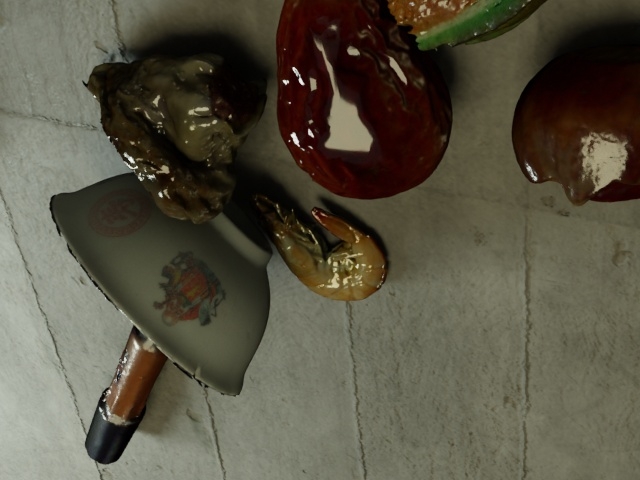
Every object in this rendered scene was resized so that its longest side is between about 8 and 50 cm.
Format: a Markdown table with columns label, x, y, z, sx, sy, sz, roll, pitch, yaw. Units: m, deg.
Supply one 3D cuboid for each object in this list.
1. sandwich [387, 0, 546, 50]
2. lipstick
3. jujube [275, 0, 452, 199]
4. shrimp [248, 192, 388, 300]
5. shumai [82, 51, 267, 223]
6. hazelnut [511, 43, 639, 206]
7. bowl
| label | x | y | z | sx | sy | sz | roll | pitch | yaw |
| --- | --- | --- | --- | --- | --- | --- | --- | --- | --- |
| sandwich | 0.148 | -0.275 | 1.520 | 0.160 | 0.109 | 0.185 | 53 | 139 | -7 |
| lipstick | -0.294 | 0.229 | 2.385 | 0.077 | 0.077 | 0.418 | 25 | 142 | -3 |
| jujube | 0.039 | -0.168 | 1.659 | 0.190 | 0.190 | 0.255 | 1 | 121 | 26 |
| shrimp | -0.001 | 0.003 | 1.972 | 0.133 | 0.053 | 0.236 | -10 | 136 | 38 |
| shumai | -0.148 | -0.148 | 1.816 | 0.185 | 0.218 | 0.184 | -35 | 131 | 4 |
| hazelnut | 0.294 | -0.119 | 1.578 | 0.202 | 0.170 | 0.160 | -1 | 112 | 39 |
| bowl | -0.163 | 0.018 | 1.938 | 0.157 | 0.345 | 0.345 | -42 | 117 | 6 |
